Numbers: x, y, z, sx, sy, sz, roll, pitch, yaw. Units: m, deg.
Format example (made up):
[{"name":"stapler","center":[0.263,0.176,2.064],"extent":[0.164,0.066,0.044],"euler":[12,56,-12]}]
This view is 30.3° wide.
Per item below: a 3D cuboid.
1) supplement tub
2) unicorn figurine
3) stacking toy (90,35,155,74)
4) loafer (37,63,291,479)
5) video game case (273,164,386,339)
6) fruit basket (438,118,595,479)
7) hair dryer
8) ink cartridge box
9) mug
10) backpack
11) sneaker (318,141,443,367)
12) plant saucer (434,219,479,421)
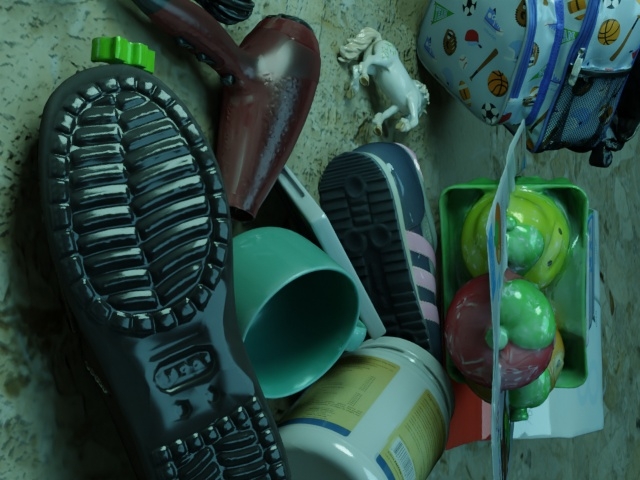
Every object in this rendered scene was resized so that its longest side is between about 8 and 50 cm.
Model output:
[{"name":"supplement tub","center":[0.036,0.191,1.112],"extent":[0.199,0.144,0.144],"euler":[-43,125,-52]},{"name":"unicorn figurine","center":[0.080,-0.163,1.290],"extent":[0.111,0.060,0.162],"euler":[-58,137,-44]},{"name":"stacking toy","center":[-0.191,-0.220,0.817],"extent":[0.221,0.052,0.167],"euler":[12,80,-57]},{"name":"loafer","center":[-0.133,0.055,0.874],"extent":[0.133,0.130,0.366],"euler":[-14,93,-26]},{"name":"video game case","center":[0.000,0.000,1.092],"extent":[0.143,0.019,0.157],"euler":[53,-7,51]},{"name":"fruit basket","center":[0.203,0.078,1.194],"extent":[0.353,0.165,0.327],"euler":[-69,156,-68]},{"name":"hair dryer","center":[-0.090,-0.160,1.008],"extent":[0.223,0.080,0.294],"euler":[-22,103,-42]},{"name":"ink cartridge box","center":[0.264,0.099,1.498],"extent":[0.385,0.091,0.308],"euler":[7,82,-61]},{"name":"mug","center":[-0.041,0.062,1.009],"extent":[0.129,0.097,0.158],"euler":[-40,140,-15]},{"name":"backpack","center":[0.251,-0.260,1.357],"extent":[0.213,0.276,0.263],"euler":[-3,127,-39]},{"name":"sneaker","center":[0.091,0.050,1.250],"extent":[0.131,0.112,0.319],"euler":[-27,114,-55]},{"name":"plant saucer","center":[0.176,0.110,1.473],"extent":[0.278,0.041,0.278],"euler":[6,83,-59]}]
